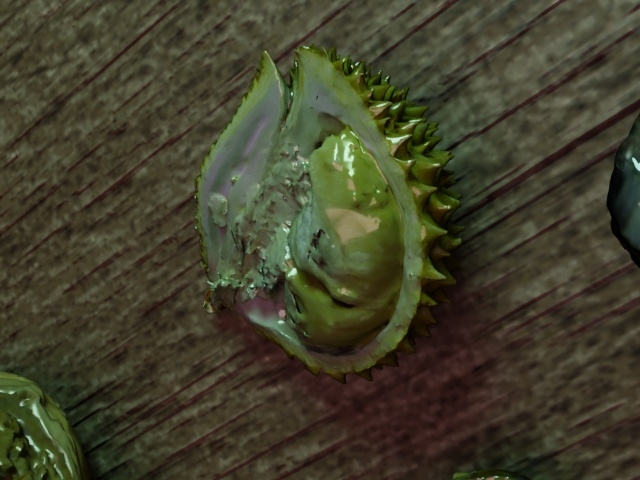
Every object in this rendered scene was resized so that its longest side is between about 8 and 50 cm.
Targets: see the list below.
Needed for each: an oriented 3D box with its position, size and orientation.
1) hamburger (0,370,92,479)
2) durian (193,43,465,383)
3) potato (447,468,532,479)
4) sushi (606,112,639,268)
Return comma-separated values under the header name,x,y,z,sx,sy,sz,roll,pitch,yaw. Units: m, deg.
name,x,y,z,sx,sy,sz,roll,pitch,yaw
hamburger,-0.231,0.194,0.541,0.244,0.163,0.244,0,89,21
durian,0.000,0.000,0.454,0.208,0.102,0.146,-38,78,46
potato,0.082,0.154,0.448,0.096,0.066,0.103,34,104,1
sushi,0.210,-0.057,0.330,0.124,0.127,0.225,43,103,14
